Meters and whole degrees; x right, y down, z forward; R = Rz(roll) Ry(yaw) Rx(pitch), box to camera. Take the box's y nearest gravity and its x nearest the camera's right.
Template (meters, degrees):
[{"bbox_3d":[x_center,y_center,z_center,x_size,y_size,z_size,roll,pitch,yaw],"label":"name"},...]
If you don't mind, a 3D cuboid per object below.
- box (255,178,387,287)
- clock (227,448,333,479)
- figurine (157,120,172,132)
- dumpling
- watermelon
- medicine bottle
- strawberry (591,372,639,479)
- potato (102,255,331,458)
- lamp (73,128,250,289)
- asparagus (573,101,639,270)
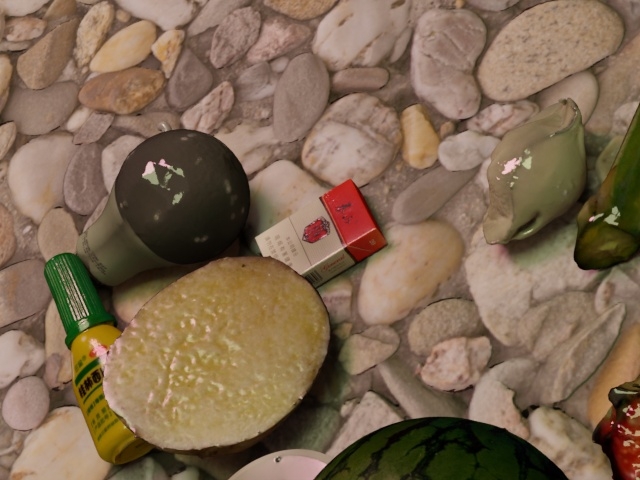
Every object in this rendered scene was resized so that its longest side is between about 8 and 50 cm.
[{"bbox_3d":[0.000,0.000,2.009,0.152,0.048,0.100,-33,51,9],"label":"box"},{"bbox_3d":[-0.035,0.356,1.764,0.230,0.083,0.230,-14,55,21],"label":"clock"},{"bbox_3d":[-0.223,-0.114,2.193,0.094,0.082,0.086,-39,56,1],"label":"figurine"},{"bbox_3d":[0.252,-0.084,1.891,0.181,0.111,0.155,-32,17,-2],"label":"dumpling"},{"bbox_3d":[0.120,0.347,1.514,0.363,0.363,0.363,-15,53,21],"label":"watermelon"},{"bbox_3d":[-0.290,0.147,2.025,0.111,0.076,0.309,-35,59,11],"label":"medicine bottle"},{"bbox_3d":[0.448,0.211,1.572,0.306,0.137,0.233,35,99,16],"label":"strawberry"},{"bbox_3d":[-0.119,0.163,1.916,0.239,0.116,0.299,36,65,25],"label":"potato"},{"bbox_3d":[-0.243,-0.040,2.093,0.314,0.182,0.182,-17,52,24],"label":"lamp"},{"bbox_3d":[0.392,-0.114,1.842,0.343,0.082,0.085,-62,15,-19],"label":"asparagus"}]
